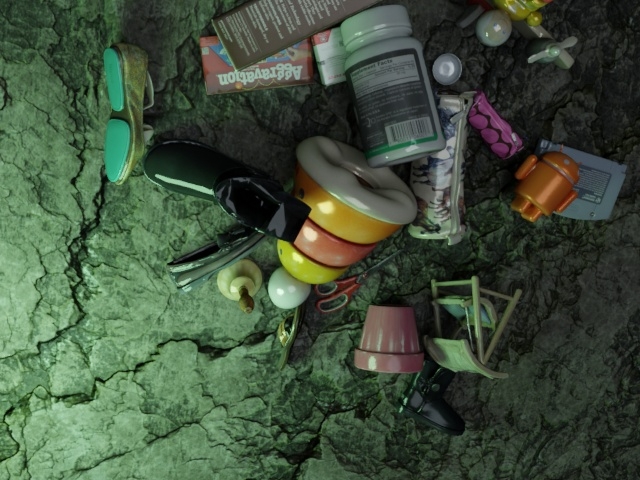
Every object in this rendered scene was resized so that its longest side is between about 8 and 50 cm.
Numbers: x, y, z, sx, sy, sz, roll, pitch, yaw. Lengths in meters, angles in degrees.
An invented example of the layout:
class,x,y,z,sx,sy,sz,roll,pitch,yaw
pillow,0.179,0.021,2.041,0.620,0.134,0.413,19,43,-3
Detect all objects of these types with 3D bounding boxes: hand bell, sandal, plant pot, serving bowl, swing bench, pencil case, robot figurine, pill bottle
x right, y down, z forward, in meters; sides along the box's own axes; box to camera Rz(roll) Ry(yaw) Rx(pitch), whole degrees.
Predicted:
class,x,y,z,sx,sy,sz,roll,pitch,yaw
hand bell,-0.203,0.140,1.851,0.126,0.242,0.126,-3,105,-11
sandal,-0.095,0.266,2.005,0.060,0.090,0.219,21,108,5
plant pot,0.198,0.276,2.011,0.202,0.201,0.180,2,89,-13
serving bowl,0.341,-0.467,1.912,0.084,0.027,0.083,-3,106,-11
swing bench,0.412,0.244,1.969,0.165,0.253,0.254,16,80,-15
pencil case,0.321,-0.200,1.875,0.160,0.183,0.409,-2,98,-20
robot figurine,0.628,-0.158,1.953,0.158,0.128,0.219,41,95,24
pill bottle,0.173,-0.374,1.730,0.204,0.204,0.360,-13,90,-8
pencil case,0.474,-0.324,1.944,0.209,0.098,0.095,42,93,-18

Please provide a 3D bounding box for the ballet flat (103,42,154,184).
class,x,y,z,sx,sy,sz,roll,pitch,yaw
ballet flat,-0.470,-0.312,1.748,0.123,0.123,0.348,0,107,-12

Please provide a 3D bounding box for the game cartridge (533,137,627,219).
class,x,y,z,sx,sy,sz,roll,pitch,yaw
game cartridge,0.741,-0.168,2.068,0.298,0.062,0.198,14,106,-15

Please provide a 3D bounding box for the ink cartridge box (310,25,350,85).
class,x,y,z,sx,sy,sz,roll,pitch,yaw
ink cartridge box,0.038,-0.482,1.828,0.099,0.056,0.135,-16,107,-7

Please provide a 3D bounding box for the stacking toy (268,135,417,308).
class,x,y,z,sx,sy,sz,roll,pitch,yaw
stacking toy,0.000,0.000,1.857,0.351,0.350,0.479,24,114,-17

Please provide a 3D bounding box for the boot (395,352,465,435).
class,x,y,z,sx,sy,sz,roll,pitch,yaw
boot,0.375,0.467,2.141,0.247,0.094,0.207,25,103,-11

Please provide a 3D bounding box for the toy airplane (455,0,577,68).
class,x,y,z,sx,sy,sz,roll,pitch,yaw
toy airplane,0.446,-0.587,1.724,0.386,0.384,0.272,24,73,24

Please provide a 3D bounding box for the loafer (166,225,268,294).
class,x,y,z,sx,sy,sz,roll,pitch,yaw
loafer,-0.275,0.029,1.881,0.303,0.109,0.095,-34,105,2

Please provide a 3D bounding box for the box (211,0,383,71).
class,x,y,z,sx,sy,sz,roll,pitch,yaw
box,-0.052,-0.546,1.655,0.382,0.191,0.143,-22,108,7

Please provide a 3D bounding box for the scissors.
class,x,y,z,sx,sy,sz,roll,pitch,yaw
scissors,0.118,0.119,2.034,0.297,0.021,0.108,-21,106,-7

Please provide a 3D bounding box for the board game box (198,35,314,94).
class,x,y,z,sx,sy,sz,roll,pitch,yaw
board game box,-0.162,-0.462,1.808,0.282,0.027,0.144,-9,108,-9

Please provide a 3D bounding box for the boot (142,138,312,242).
class,x,y,z,sx,sy,sz,roll,pitch,yaw
boot,-0.241,-0.125,1.662,0.367,0.445,0.146,12,102,-15
